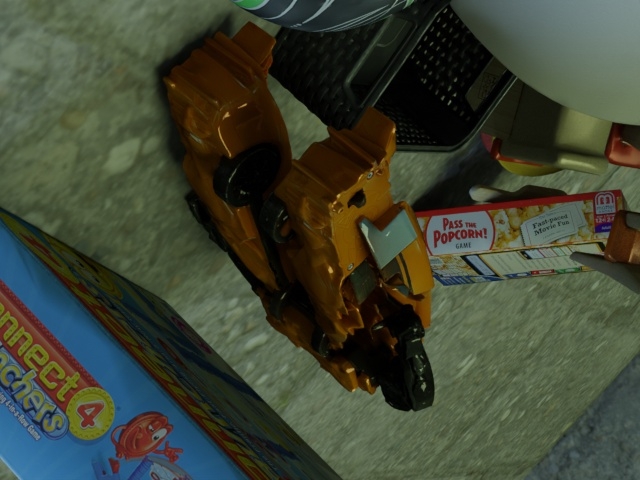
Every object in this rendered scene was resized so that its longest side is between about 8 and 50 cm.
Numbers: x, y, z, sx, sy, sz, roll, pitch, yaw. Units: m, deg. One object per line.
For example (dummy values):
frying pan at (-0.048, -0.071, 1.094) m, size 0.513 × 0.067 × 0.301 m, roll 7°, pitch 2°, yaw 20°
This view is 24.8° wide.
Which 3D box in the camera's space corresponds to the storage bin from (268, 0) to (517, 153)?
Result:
storage bin at (0.062, -0.131, 0.966) m, size 0.122 × 0.084 × 0.180 m, roll -55°, pitch 158°, yaw 21°

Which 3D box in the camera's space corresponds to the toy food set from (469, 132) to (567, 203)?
toy food set at (0.197, -0.128, 1.262) m, size 0.128 × 0.071 × 0.218 m, roll 0°, pitch 133°, yaw -30°

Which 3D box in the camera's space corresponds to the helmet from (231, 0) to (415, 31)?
helmet at (0.002, -0.176, 0.661) m, size 0.169 × 0.161 × 0.169 m, roll -39°, pitch 158°, yaw -19°

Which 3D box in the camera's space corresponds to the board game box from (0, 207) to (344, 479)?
board game box at (-0.078, 0.132, 0.866) m, size 0.086 × 0.308 × 0.302 m, roll -47°, pitch 160°, yaw 0°

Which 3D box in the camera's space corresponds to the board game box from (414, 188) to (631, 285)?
board game box at (0.188, 0.001, 1.329) m, size 0.193 × 0.045 × 0.147 m, roll -6°, pitch 167°, yaw 16°

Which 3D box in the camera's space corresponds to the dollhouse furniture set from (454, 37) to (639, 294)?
dollhouse furniture set at (0.250, -0.099, 1.153) m, size 0.259 × 0.135 × 0.262 m, roll 7°, pitch 102°, yaw -33°

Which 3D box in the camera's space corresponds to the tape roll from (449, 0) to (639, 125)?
tape roll at (0.204, -0.207, 0.821) m, size 0.246 × 0.246 × 0.169 m, roll -37°, pitch 174°, yaw -22°

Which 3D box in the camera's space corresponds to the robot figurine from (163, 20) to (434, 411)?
robot figurine at (0.000, 0.000, 0.933) m, size 0.085 × 0.211 × 0.291 m, roll -44°, pitch 152°, yaw -14°
